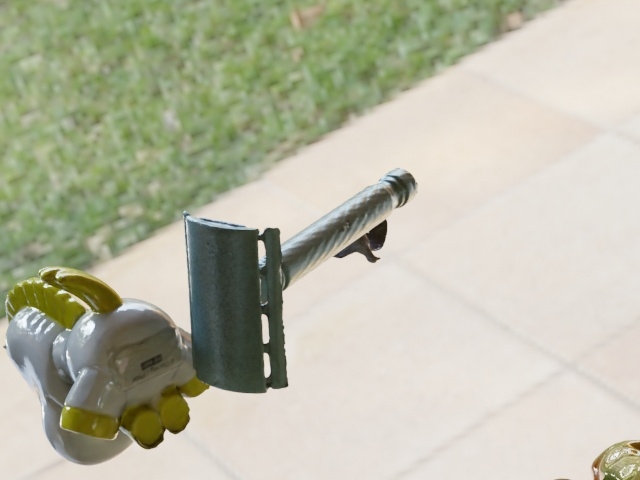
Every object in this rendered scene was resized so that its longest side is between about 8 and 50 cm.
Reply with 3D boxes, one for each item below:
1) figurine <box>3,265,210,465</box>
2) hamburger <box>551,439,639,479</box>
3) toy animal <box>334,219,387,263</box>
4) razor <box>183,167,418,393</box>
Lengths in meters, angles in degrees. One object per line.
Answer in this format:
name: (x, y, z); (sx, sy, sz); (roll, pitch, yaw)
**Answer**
figurine: (-0.148, 0.076, 1.173); (0.109, 0.129, 0.178); (-34, 4, -27)
hamburger: (0.195, 0.167, 0.810); (0.149, 0.237, 0.237); (-56, 38, -3)
toy animal: (0.032, -0.001, 1.486); (0.084, 0.028, 0.050); (-9, 28, -38)
razor: (0.000, 0.000, 1.166); (0.068, 0.106, 0.232); (12, 27, 28)
